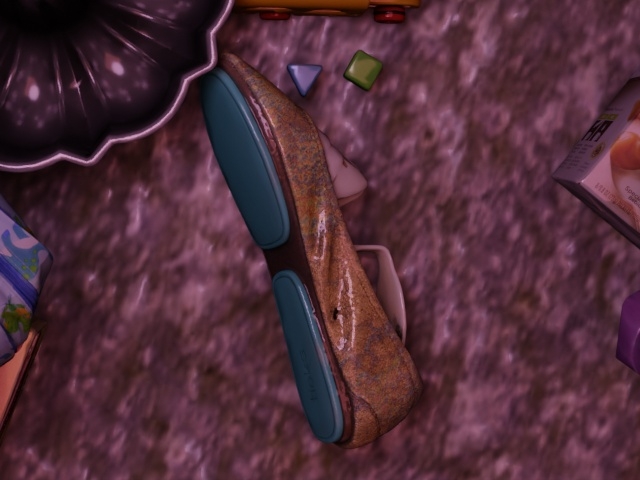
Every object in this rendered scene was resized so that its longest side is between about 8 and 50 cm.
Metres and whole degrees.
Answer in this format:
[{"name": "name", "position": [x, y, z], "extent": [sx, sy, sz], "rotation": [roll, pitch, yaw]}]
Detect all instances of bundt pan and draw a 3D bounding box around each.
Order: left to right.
[{"name": "bundt pan", "position": [-0.233, -0.219, 1.319], "extent": [0.331, 0.124, 0.331], "rotation": [0, 93, -4]}]

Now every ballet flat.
[{"name": "ballet flat", "position": [0.000, 0.000, 1.360], "extent": [0.123, 0.123, 0.348], "rotation": [-19, 93, -3]}]

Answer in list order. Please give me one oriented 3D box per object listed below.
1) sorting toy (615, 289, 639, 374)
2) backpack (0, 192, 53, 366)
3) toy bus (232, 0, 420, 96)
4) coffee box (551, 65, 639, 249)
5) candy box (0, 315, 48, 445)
[{"name": "sorting toy", "position": [0.418, 0.035, 1.316], "extent": [0.365, 0.126, 0.127], "rotation": [-24, 124, -20]}, {"name": "backpack", "position": [-0.368, -0.021, 1.173], "extent": [0.273, 0.290, 0.355], "rotation": [-27, 88, -28]}, {"name": "toy bus", "position": [0.016, -0.234, 1.343], "extent": [0.191, 0.104, 0.202], "rotation": [45, 90, -5]}, {"name": "coffee box", "position": [0.335, -0.105, 1.372], "extent": [0.141, 0.098, 0.246], "rotation": [38, 90, -7]}, {"name": "candy box", "position": [-0.409, 0.099, 1.341], "extent": [0.316, 0.087, 0.183], "rotation": [21, 91, -5]}]
